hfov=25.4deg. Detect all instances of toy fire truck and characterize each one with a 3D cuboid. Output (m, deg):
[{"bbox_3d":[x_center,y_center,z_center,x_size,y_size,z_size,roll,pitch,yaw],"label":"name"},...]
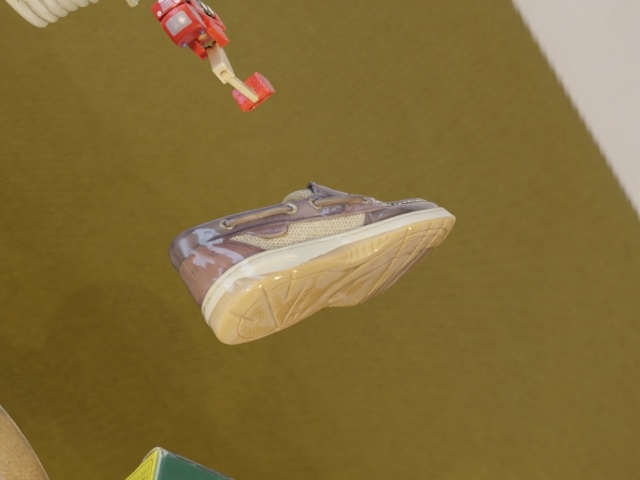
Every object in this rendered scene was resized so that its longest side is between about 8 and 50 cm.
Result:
[{"bbox_3d":[-0.137,-0.242,1.825,0.135,0.047,0.192,57,12,13],"label":"toy fire truck"}]

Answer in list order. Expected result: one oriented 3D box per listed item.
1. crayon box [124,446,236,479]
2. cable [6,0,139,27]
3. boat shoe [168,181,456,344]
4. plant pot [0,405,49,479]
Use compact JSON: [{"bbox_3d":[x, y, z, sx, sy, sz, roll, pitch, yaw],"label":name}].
[{"bbox_3d":[-0.122,0.292,0.722,0.081,0.202,0.319,28,43,-20],"label":"crayon box"},{"bbox_3d":[-0.246,-0.281,1.053,0.089,0.257,0.257,-35,119,0],"label":"cable"},{"bbox_3d":[0.000,0.000,1.099,0.285,0.103,0.092,-19,62,-48],"label":"boat shoe"},{"bbox_3d":[-0.225,0.163,0.671,0.032,0.236,0.236,-10,91,-69],"label":"plant pot"}]
